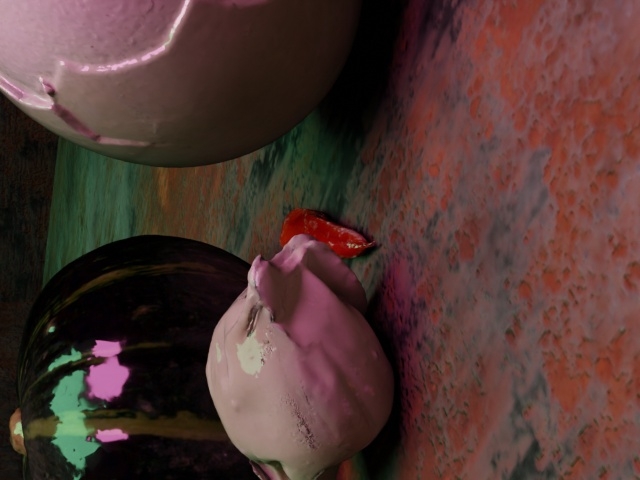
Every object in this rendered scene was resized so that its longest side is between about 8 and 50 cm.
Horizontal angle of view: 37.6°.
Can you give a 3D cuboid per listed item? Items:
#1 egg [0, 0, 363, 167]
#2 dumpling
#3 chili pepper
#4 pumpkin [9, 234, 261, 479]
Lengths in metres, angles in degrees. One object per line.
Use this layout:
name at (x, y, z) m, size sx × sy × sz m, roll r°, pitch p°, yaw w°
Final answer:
egg at (-0.118, -0.196, 0.643) m, size 0.278 × 0.336 × 0.279 m, roll -5°, pitch 78°, yaw 24°
dumpling at (-0.007, 0.085, 0.650) m, size 0.118 × 0.136 × 0.199 m, roll 14°, pitch 127°, yaw 34°
chili pepper at (0.000, 0.000, 0.754) m, size 0.178 × 0.027 × 0.045 m, roll -164°, pitch 77°, yaw -67°
pumpkin at (-0.145, 0.153, 0.824) m, size 0.323 × 0.241 × 0.323 m, roll -175°, pitch 90°, yaw -66°
